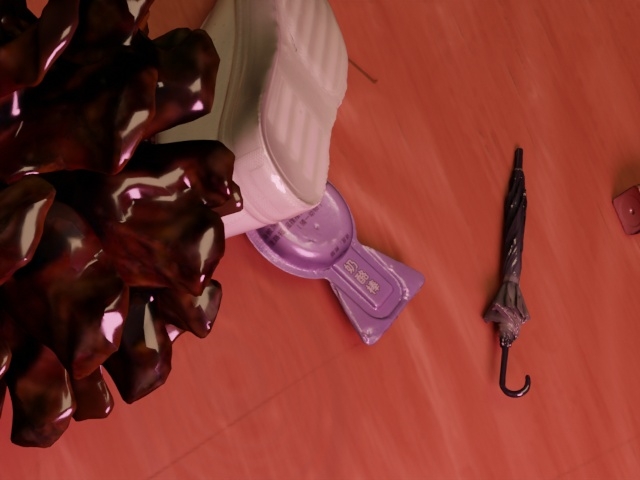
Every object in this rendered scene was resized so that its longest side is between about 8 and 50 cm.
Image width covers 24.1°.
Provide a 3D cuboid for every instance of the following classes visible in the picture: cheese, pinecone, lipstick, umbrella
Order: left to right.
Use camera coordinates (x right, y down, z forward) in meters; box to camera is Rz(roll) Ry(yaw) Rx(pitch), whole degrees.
[{"bbox_3d":[-0.226,-0.037,1.010,0.397,0.398,0.398,11,65,-24],"label":"pinecone"},{"bbox_3d":[0.000,0.000,1.303,0.191,0.042,0.105,44,56,-1],"label":"cheese"},{"bbox_3d":[0.173,0.023,1.396,0.044,0.044,0.269,-3,58,11],"label":"umbrella"},{"bbox_3d":[0.367,-0.043,1.515,0.145,0.045,0.045,-13,74,-30],"label":"lipstick"}]

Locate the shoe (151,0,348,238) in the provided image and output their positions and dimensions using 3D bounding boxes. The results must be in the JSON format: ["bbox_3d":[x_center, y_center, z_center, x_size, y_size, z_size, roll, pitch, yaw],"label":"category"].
[{"bbox_3d":[-0.078,-0.123,1.281,0.132,0.160,0.363,51,26,-32],"label":"shoe"}]
